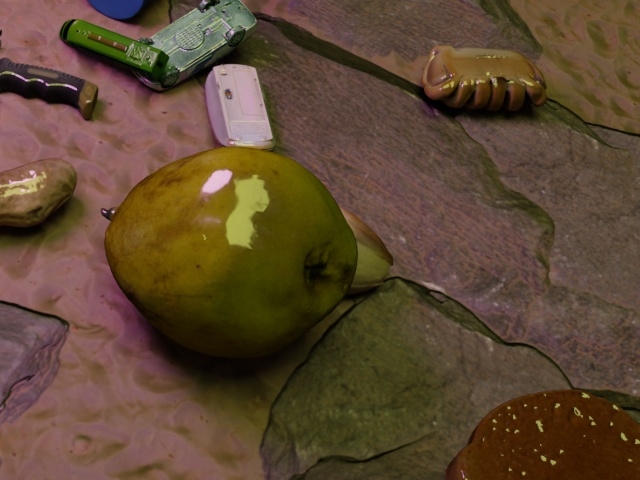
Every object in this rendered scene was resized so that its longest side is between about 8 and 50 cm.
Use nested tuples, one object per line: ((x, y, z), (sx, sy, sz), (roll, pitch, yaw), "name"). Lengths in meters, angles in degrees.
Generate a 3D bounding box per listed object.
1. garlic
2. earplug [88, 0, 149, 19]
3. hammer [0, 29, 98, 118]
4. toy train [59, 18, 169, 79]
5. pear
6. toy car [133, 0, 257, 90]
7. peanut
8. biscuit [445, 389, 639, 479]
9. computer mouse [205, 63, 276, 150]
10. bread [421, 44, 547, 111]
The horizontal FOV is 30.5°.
((0.004, -0.007, 1.734), (0.207, 0.115, 0.128), (40, 57, 22), "garlic")
((-0.300, -0.510, 2.079), (0.132, 0.132, 0.273), (27, 44, 8), "earplug")
((-0.465, -0.254, 1.861), (0.227, 0.041, 0.158), (14, 50, -3), "hammer")
((-0.349, -0.321, 1.919), (0.209, 0.042, 0.044), (23, 83, 19), "toy train")
((-0.140, 0.009, 1.583), (0.375, 0.287, 0.287), (16, 45, 22), "pear")
((-0.214, -0.327, 1.971), (0.224, 0.076, 0.090), (-35, 71, -16), "toy car")
((-0.444, -0.063, 1.667), (0.214, 0.099, 0.099), (-11, 54, -27), "peanut")
((0.342, 0.367, 1.533), (0.359, 0.074, 0.381), (-6, 54, -19), "biscuit")
((-0.130, -0.210, 1.915), (0.102, 0.045, 0.199), (-3, 51, -17), "computer mouse")
((0.286, -0.282, 2.074), (0.225, 0.081, 0.134), (1, 45, -13), "bread")
